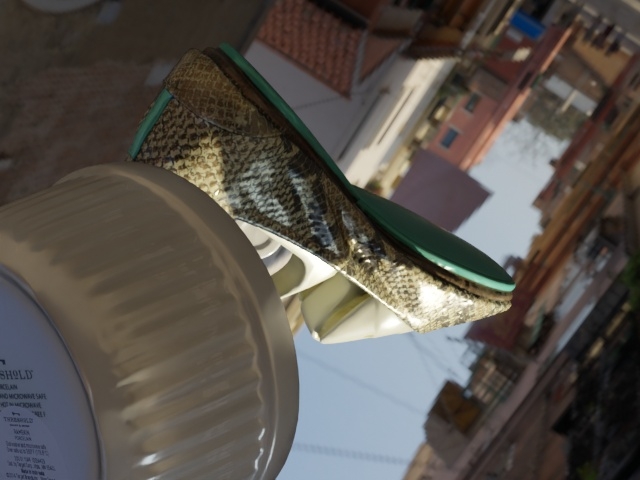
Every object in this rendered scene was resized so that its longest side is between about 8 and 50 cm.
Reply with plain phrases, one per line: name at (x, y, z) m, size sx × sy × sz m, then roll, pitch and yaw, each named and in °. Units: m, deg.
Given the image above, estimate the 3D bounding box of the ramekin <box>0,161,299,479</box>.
ramekin at (-0.122, 0.069, 0.535) m, size 0.207 × 0.207 × 0.109 m, roll 40°, pitch -144°, yaw 23°

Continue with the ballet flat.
ballet flat at (0.000, 0.000, 0.987) m, size 0.483 × 0.182 × 0.164 m, roll 34°, pitch -170°, yaw -44°

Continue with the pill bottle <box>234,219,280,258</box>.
pill bottle at (-0.083, -0.029, 1.168) m, size 0.065 × 0.065 × 0.116 m, roll 25°, pitch -166°, yaw -23°
